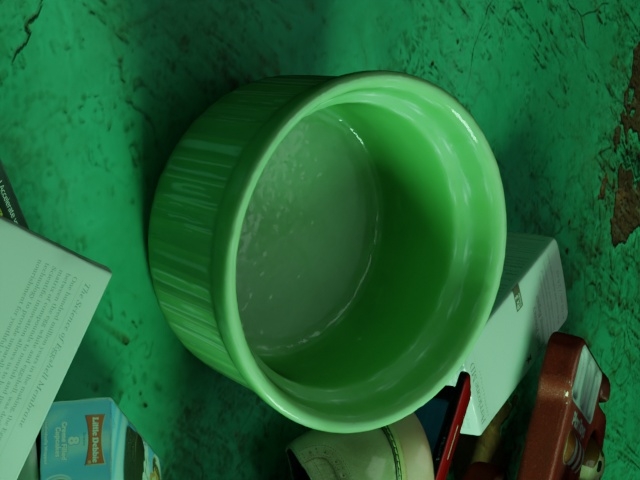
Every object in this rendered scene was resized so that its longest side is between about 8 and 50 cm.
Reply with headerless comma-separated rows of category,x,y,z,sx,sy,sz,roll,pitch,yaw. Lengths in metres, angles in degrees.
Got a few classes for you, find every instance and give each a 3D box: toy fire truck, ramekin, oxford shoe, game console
toy fire truck,0.277,0.253,2.071,0.302,0.169,0.254,44,61,-65
ramekin,0.000,0.000,1.563,0.303,0.148,0.303,-9,105,-37
oxford shoe,0.016,0.345,1.786,0.146,0.140,0.397,-10,111,-27
game console,0.093,0.201,1.841,0.124,0.085,0.144,76,31,-71

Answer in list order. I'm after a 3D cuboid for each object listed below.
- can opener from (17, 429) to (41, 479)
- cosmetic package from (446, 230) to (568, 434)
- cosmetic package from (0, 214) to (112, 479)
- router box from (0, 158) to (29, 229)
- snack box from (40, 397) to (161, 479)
can opener,-0.228,0.222,1.385,0.093,0.074,0.280,-21,115,-55
cosmetic package,0.182,0.097,2.000,0.231,0.085,0.117,-49,135,-43
cosmetic package,-0.287,0.067,1.146,0.224,0.138,0.224,31,81,-47
router box,-0.267,0.011,1.303,0.133,0.046,0.179,-49,135,-41
snack box,-0.162,0.298,1.374,0.187,0.060,0.322,73,14,-68
